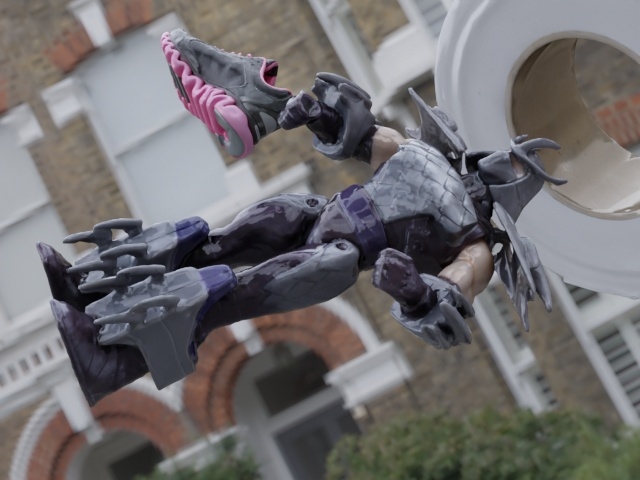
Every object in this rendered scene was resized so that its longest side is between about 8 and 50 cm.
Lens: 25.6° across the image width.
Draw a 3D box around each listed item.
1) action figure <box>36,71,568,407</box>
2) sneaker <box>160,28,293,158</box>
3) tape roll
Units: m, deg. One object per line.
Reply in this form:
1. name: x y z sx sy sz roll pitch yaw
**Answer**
1. action figure: 0.000 0.000 0.740 0.285 0.185 0.099 -20 -49 -9
2. sneaker: -0.055 -0.097 0.855 0.057 0.119 0.047 -31 -41 -12
3. tape roll: 0.225 -0.101 1.040 0.100 0.286 0.286 -36 -5 -38
